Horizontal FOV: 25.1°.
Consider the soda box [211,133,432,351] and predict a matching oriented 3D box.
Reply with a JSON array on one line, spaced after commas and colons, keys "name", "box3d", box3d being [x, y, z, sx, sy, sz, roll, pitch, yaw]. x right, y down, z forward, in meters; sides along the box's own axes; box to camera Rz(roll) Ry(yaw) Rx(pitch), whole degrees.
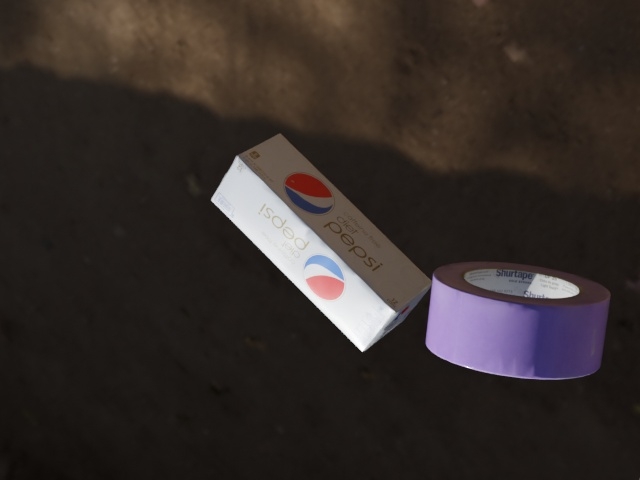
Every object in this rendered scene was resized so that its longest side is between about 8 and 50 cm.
[{"name": "soda box", "box3d": [0.000, 0.000, 1.391, 0.216, 0.074, 0.069, 45, 131, 10]}]

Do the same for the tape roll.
[{"name": "tape roll", "box3d": [0.210, 0.082, 1.533, 0.189, 0.189, 0.080, 15, 105, 34]}]
